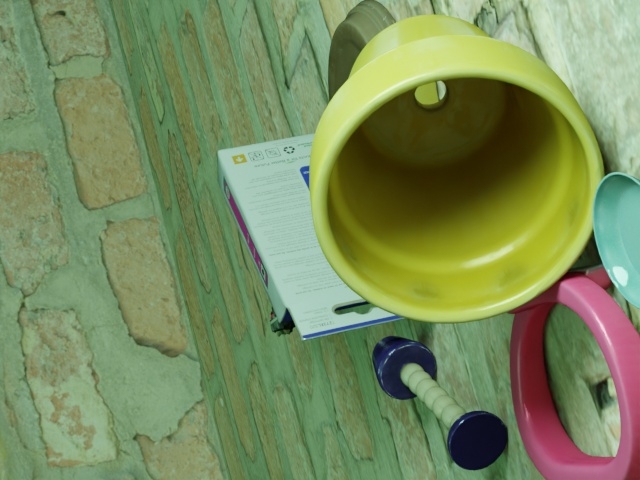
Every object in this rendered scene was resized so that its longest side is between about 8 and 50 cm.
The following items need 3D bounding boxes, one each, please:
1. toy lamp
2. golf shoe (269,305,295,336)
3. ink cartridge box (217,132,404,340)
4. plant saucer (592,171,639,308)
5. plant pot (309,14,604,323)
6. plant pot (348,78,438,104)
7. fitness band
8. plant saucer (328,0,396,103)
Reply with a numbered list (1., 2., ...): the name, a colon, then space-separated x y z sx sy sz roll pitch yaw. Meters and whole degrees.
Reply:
1. toy lamp: 0.129 0.183 1.803 0.274 0.080 0.080 -134 36 -65
2. golf shoe: -0.030 0.063 2.258 0.273 0.105 0.120 135 130 -71
3. ink cartridge box: 0.000 0.000 1.954 0.371 0.176 0.069 -117 22 -46
4. plant saucer: 0.266 -0.001 1.266 0.119 0.021 0.119 165 90 -72
5. plant pot: 0.112 -0.091 1.404 0.239 0.254 0.254 -97 4 -59
6. plant pot: 0.087 -0.151 1.710 0.081 0.083 0.081 -178 77 -74
7. fitness band: 0.238 0.132 1.422 0.291 0.054 0.209 149 109 -75
8. plant saucer: 0.063 -0.157 1.880 0.278 0.041 0.278 170 90 -75
